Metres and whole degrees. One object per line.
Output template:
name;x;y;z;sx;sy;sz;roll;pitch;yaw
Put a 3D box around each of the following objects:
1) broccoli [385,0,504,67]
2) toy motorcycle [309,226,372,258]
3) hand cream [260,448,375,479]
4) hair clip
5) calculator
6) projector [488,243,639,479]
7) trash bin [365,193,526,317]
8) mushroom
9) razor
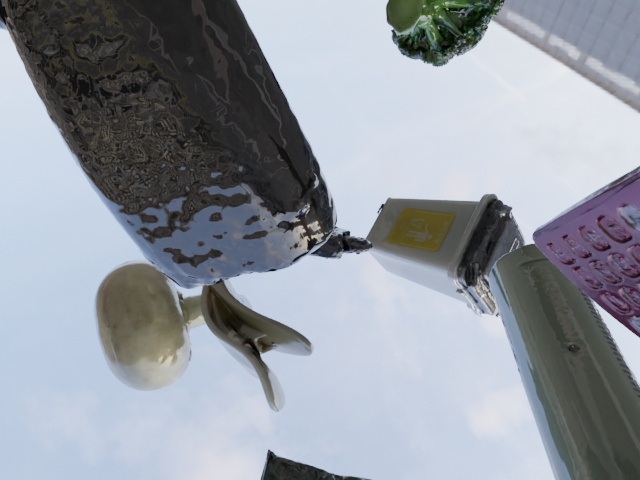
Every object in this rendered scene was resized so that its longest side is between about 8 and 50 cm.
broccoli;0.271;-0.555;1.080;0.297;0.298;0.297;28;-143;19
toy motorcycle;0.000;0.000;0.914;0.124;0.061;0.193;-10;-161;-42
hand cream;0.008;0.449;0.859;0.247;0.052;0.075;8;-139;12
hair clip;-0.123;0.158;0.797;0.113;0.173;0.282;-43;-129;-18
calculator;0.216;0.006;0.265;0.126;0.190;0.034;42;-106;6
projector;0.266;0.144;0.487;0.108;0.108;0.338;7;-143;-1
trash bin;0.332;0.029;1.255;0.367;0.296;0.256;14;-110;45
mushroom;-0.300;0.151;0.863;0.202;0.246;0.246;-9;-134;-24
razor;-0.124;-0.113;0.362;0.189;0.327;0.107;-17;-156;24
